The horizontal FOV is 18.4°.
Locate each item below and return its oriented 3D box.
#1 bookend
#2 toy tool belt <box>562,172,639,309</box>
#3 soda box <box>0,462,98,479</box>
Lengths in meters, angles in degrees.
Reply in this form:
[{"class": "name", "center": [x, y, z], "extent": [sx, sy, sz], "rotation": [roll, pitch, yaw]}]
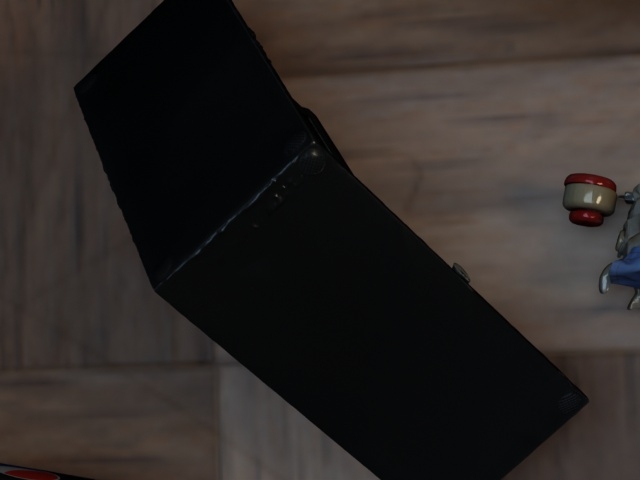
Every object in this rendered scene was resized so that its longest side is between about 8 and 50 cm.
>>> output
[{"class": "bookend", "center": [0.000, 0.000, 0.722], "extent": [0.072, 0.156, 0.157], "rotation": [-42, 122, 8]}, {"class": "toy tool belt", "center": [0.125, 0.006, 0.710], "extent": [0.083, 0.052, 0.051], "rotation": [9, 80, 15]}, {"class": "soda box", "center": [-0.146, 0.110, 0.737], "extent": [0.168, 0.053, 0.060], "rotation": [11, 90, -11]}]
